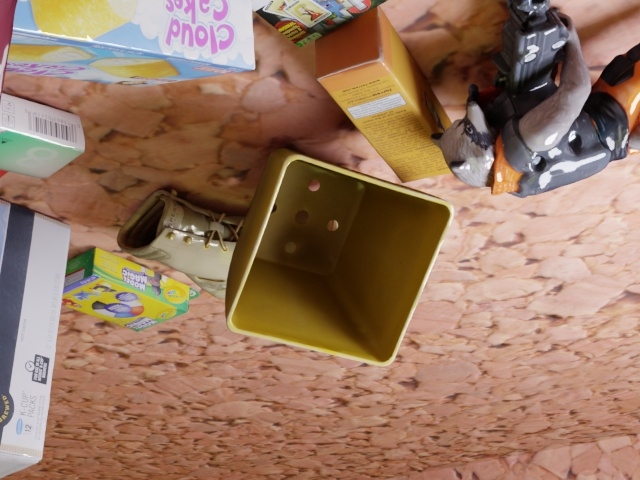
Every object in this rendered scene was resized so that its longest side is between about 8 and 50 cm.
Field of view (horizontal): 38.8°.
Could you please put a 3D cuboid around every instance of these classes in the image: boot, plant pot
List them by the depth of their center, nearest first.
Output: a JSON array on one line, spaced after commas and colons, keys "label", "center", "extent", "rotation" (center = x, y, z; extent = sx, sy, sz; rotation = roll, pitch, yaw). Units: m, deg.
[{"label": "plant pot", "center": [0.000, 0.000, 1.101], "extent": [0.212, 0.187, 0.212], "rotation": [16, 104, -21]}, {"label": "boot", "center": [-0.126, -0.011, 1.238], "extent": [0.262, 0.095, 0.203], "rotation": [-20, 146, 35]}]

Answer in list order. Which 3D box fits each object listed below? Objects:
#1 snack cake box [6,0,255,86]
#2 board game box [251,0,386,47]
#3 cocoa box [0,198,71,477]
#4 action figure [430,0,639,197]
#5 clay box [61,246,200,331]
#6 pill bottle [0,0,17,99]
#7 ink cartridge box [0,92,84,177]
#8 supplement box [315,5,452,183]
[{"label": "snack cake box", "center": [-0.196, -0.188, 0.755], "extent": [0.152, 0.089, 0.264], "rotation": [-3, -179, 36]}, {"label": "board game box", "center": [0.040, -0.270, 0.821], "extent": [0.260, 0.030, 0.136], "rotation": [-22, 144, 33]}, {"label": "cocoa box", "center": [-0.502, 0.127, 1.198], "extent": [0.228, 0.347, 0.231], "rotation": [25, 143, -39]}, {"label": "action figure", "center": [0.276, -0.142, 0.928], "extent": [0.330, 0.178, 0.341], "rotation": [-17, 153, 7]}, {"label": "clay box", "center": [-0.310, 0.087, 1.447], "extent": [0.127, 0.053, 0.222], "rotation": [-22, 145, 34]}, {"label": "pill bottle", "center": [-0.289, -0.148, 0.517], "extent": [0.224, 0.224, 0.392], "rotation": [9, 125, -20]}, {"label": "ink cartridge box", "center": [-0.414, -0.100, 1.058], "extent": [0.225, 0.056, 0.181], "rotation": [-28, 153, 36]}, {"label": "supplement box", "center": [0.077, -0.151, 0.995], "extent": [0.080, 0.078, 0.233], "rotation": [-15, 149, 24]}]
